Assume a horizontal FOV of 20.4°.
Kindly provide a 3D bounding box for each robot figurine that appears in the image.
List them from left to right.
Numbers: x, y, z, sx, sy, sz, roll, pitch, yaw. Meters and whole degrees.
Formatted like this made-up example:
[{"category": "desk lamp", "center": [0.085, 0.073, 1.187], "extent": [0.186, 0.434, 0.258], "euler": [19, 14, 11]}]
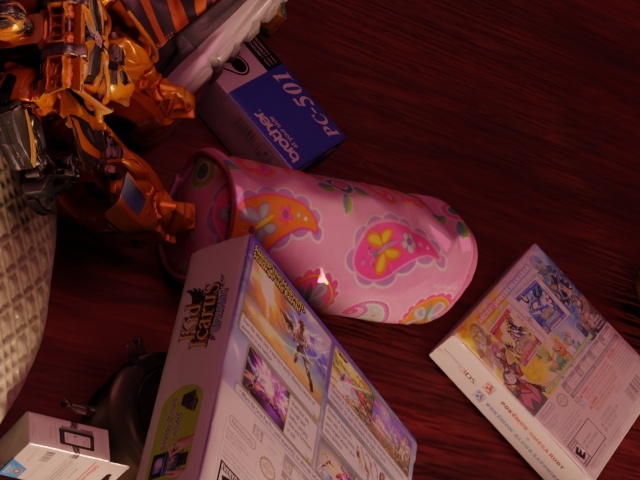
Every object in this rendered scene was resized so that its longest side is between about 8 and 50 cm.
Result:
[{"category": "robot figurine", "center": [-0.171, -0.110, 1.328], "extent": [0.291, 0.085, 0.211], "euler": [55, 30, -66]}]

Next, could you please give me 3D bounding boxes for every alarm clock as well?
[{"category": "alarm clock", "center": [-0.098, 0.162, 1.345], "extent": [0.192, 0.064, 0.129], "euler": [49, 38, -2]}]

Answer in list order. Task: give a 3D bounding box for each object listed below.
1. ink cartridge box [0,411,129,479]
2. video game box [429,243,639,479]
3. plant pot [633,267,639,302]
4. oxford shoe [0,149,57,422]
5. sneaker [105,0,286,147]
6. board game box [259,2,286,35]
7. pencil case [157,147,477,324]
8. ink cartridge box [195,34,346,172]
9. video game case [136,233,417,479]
[{"category": "ink cartridge box", "center": [-0.185, 0.154, 1.277], "extent": [0.083, 0.048, 0.028], "euler": [19, 46, -32]}, {"category": "video game box", "center": [0.216, 0.120, 1.682], "extent": [0.187, 0.048, 0.205], "euler": [49, 38, 0]}, {"category": "plant pot", "center": [0.447, 0.096, 1.804], "extent": [0.237, 0.237, 0.254], "euler": [-11, 49, -47]}, {"category": "oxford shoe", "center": [-0.275, -0.046, 1.319], "extent": [0.169, 0.130, 0.449], "euler": [72, 15, -57]}, {"category": "sneaker", "center": [-0.117, -0.251, 1.551], "extent": [0.180, 0.124, 0.321], "euler": [40, 71, 0]}, {"category": "board game box", "center": [-0.151, -0.296, 1.718], "extent": [0.259, 0.039, 0.124], "euler": [19, 44, -27]}, {"category": "pencil case", "center": [0.000, 0.000, 1.533], "extent": [0.284, 0.124, 0.124], "euler": [9, 51, -38]}, {"category": "ink cartridge box", "center": [-0.077, -0.146, 1.642], "extent": [0.207, 0.046, 0.097], "euler": [50, 39, 4]}, {"category": "video game case", "center": [-0.024, 0.173, 1.323], "extent": [0.269, 0.061, 0.244], "euler": [53, 32, -34]}]
